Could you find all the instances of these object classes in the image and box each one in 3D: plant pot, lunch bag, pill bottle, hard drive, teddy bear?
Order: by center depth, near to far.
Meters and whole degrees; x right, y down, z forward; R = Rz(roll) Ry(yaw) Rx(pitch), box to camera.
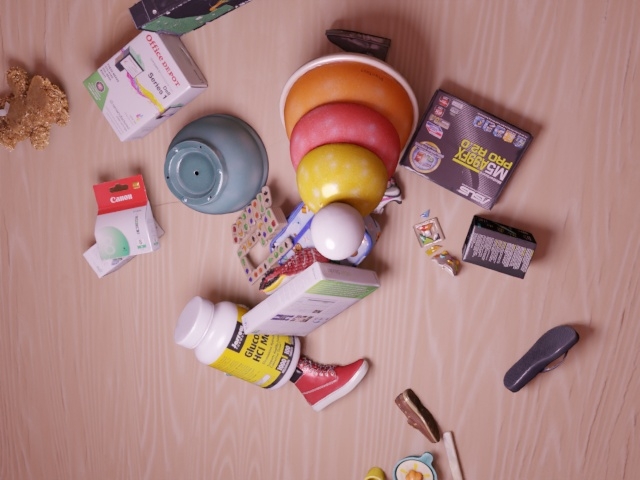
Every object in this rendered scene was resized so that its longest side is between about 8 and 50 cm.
[{"bbox_3d":[-0.284,-0.622,1.430,0.338,0.237,0.064,-20,98,20],"label":"hard drive"},{"bbox_3d":[0.000,0.000,1.558,0.243,0.115,0.303,41,127,-1],"label":"lunch bag"},{"bbox_3d":[-0.312,-0.199,1.573,0.292,0.196,0.293,4,106,13],"label":"plant pot"},{"bbox_3d":[-0.238,0.290,1.619,0.333,0.188,0.188,30,113,-28],"label":"pill bottle"},{"bbox_3d":[-0.896,-0.396,1.733,0.337,0.113,0.245,-33,87,28],"label":"teddy bear"}]

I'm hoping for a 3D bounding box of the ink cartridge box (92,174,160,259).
[{"bbox_3d":[-0.583,-0.065,1.658,0.180,0.056,0.225,-9,101,17],"label":"ink cartridge box"}]

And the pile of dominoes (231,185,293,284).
[{"bbox_3d":[-0.185,-0.012,1.602,0.251,0.040,0.196,-43,66,40],"label":"pile of dominoes"}]

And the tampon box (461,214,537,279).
[{"bbox_3d":[0.460,0.016,1.467,0.160,0.120,0.102,18,108,10],"label":"tampon box"}]

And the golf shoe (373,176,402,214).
[{"bbox_3d":[0.133,-0.101,1.549,0.186,0.067,0.086,-23,98,19],"label":"golf shoe"}]

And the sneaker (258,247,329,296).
[{"bbox_3d":[-0.061,0.095,1.535,0.225,0.088,0.092,-29,124,34],"label":"sneaker"}]

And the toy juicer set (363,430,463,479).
[{"bbox_3d":[0.310,0.743,1.720,0.328,0.089,0.209,-34,94,20],"label":"toy juicer set"}]

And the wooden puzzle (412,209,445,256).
[{"bbox_3d":[0.298,-0.019,1.557,0.078,0.014,0.116,-28,96,20],"label":"wooden puzzle"}]

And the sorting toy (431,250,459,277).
[{"bbox_3d":[0.344,0.069,1.536,0.083,0.075,0.045,38,111,2],"label":"sorting toy"}]

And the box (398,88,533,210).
[{"bbox_3d":[0.370,-0.234,1.456,0.269,0.060,0.216,29,109,6],"label":"box"}]

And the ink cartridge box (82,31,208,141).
[{"bbox_3d":[-0.492,-0.441,1.595,0.278,0.117,0.202,-31,95,19],"label":"ink cartridge box"}]

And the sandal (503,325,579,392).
[{"bbox_3d":[0.603,0.323,1.535,0.054,0.097,0.255,33,121,-8],"label":"sandal"}]

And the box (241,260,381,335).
[{"bbox_3d":[-0.027,0.167,1.523,0.322,0.232,0.059,-36,58,34],"label":"box"}]

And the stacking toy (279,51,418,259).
[{"bbox_3d":[0.044,-0.162,1.299,0.350,0.480,0.351,6,143,5],"label":"stacking toy"}]

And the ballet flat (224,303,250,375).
[{"bbox_3d":[-0.273,0.304,1.770,0.077,0.091,0.241,27,108,39],"label":"ballet flat"}]

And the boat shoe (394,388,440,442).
[{"bbox_3d":[0.289,0.528,1.685,0.060,0.064,0.178,-38,87,26],"label":"boat shoe"}]

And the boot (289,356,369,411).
[{"bbox_3d":[0.013,0.391,1.707,0.244,0.088,0.176,-40,91,24],"label":"boot"}]

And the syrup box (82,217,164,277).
[{"bbox_3d":[-0.614,0.011,1.761,0.236,0.096,0.093,-34,91,21],"label":"syrup box"}]

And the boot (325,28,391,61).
[{"bbox_3d":[0.085,-0.434,1.479,0.189,0.076,0.209,17,115,12],"label":"boot"}]
